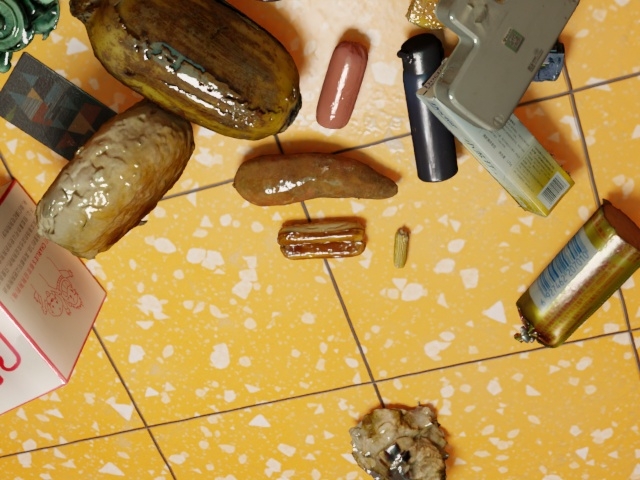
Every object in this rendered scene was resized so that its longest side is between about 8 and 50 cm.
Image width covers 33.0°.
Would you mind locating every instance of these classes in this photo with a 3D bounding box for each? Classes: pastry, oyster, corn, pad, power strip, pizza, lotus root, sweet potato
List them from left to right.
[{"bbox_3d":[-0.461,-0.220,1.901,0.211,0.003,0.143,33,120,-13],"label":"pad"},{"bbox_3d":[-0.340,-0.095,1.788,0.136,0.329,0.329,42,118,-1],"label":"pastry"},{"bbox_3d":[-0.209,-0.298,1.712,0.397,0.196,0.179,27,152,-14],"label":"lotus root"},{"bbox_3d":[-0.012,-0.106,1.861,0.292,0.097,0.097,1,121,6],"label":"sweet potato"},{"bbox_3d":[0.146,0.014,1.950,0.028,0.027,0.083,12,126,16],"label":"corn"},{"bbox_3d":[0.166,0.489,2.181,0.197,0.133,0.337,-4,116,19],"label":"oyster"},{"bbox_3d":[0.209,-0.402,1.676,0.175,0.046,0.134,-12,114,10],"label":"pizza"},{"bbox_3d":[0.260,-0.317,1.626,0.193,0.059,0.265,31,92,-30],"label":"power strip"}]

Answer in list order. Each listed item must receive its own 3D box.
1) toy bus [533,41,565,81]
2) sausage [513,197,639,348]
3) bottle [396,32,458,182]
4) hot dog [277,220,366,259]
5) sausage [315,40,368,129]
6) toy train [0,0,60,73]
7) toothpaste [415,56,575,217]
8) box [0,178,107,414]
[{"bbox_3d":[0.306,-0.290,1.733,0.166,0.047,0.065,4,126,7],"label":"toy bus"},{"bbox_3d":[0.449,0.083,1.903,0.125,0.117,0.317,37,122,2],"label":"sausage"},{"bbox_3d":[0.181,-0.218,1.779,0.082,0.072,0.244,-28,123,-24],"label":"bottle"},{"bbox_3d":[0.000,0.000,1.951,0.165,0.045,0.071,-3,123,9],"label":"hot dog"},{"bbox_3d":[0.035,-0.256,1.779,0.062,0.062,0.154,16,122,-2],"label":"sausage"},{"bbox_3d":[-0.563,-0.385,1.732,0.299,0.167,0.238,-29,103,21],"label":"toy train"},{"bbox_3d":[0.288,-0.163,1.754,0.313,0.071,0.089,42,87,-28],"label":"toothpaste"},{"bbox_3d":[-0.619,0.125,1.954,0.300,0.314,0.312,-26,115,18],"label":"box"}]
